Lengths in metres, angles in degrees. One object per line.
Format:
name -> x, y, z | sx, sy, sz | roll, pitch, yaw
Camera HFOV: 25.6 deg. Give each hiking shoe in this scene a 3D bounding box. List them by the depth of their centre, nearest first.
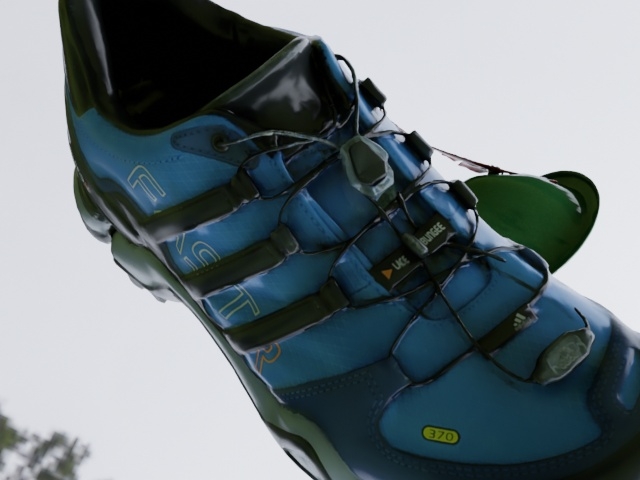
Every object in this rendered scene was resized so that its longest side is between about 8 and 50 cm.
hiking shoe -> 0.000, 0.000, 0.503 | 0.304, 0.132, 0.113 | 31, -119, 32

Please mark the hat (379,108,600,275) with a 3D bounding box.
hat -> 0.173, -0.059, 1.550 | 0.208, 0.183, 0.173 | -16, -139, 42
